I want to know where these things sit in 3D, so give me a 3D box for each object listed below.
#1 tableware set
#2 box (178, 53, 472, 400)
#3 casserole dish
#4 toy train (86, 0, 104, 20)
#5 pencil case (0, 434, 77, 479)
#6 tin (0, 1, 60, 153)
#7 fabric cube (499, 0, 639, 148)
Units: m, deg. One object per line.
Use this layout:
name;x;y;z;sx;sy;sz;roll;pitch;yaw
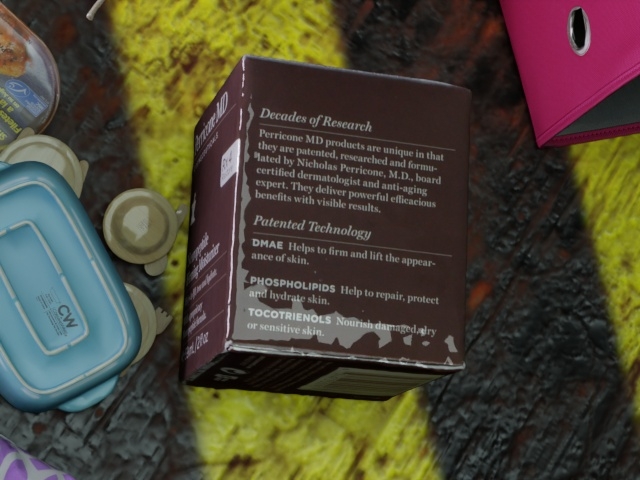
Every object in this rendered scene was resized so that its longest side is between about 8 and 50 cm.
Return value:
tableware set;-0.177;0.009;1.102;0.169;0.020;0.141;24;83;-15
box;0.000;0.000;1.088;0.167;0.168;0.203;6;75;-15
casserole dish;-0.197;0.033;1.066;0.114;0.037;0.188;-28;98;-14
toy train;-0.159;-0.296;1.155;0.143;0.105;0.248;33;70;4
pencil case;-0.178;0.192;1.037;0.206;0.086;0.088;32;37;-8
tin;-0.274;-0.138;1.110;0.190;0.040;0.106;44;65;-3
fabric cube;0.292;-0.244;1.191;0.259;0.254;0.258;-11;81;-19
